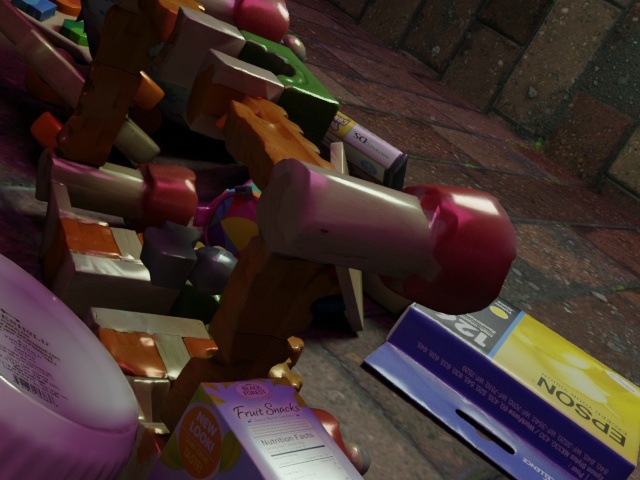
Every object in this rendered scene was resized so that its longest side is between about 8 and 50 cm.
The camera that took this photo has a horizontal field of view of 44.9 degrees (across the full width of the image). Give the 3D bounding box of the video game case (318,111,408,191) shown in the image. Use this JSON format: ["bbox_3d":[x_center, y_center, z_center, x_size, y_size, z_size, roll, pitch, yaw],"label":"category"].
[{"bbox_3d":[0.002,-0.110,1.086,0.248,0.035,0.275,35,-17,14],"label":"video game case"}]

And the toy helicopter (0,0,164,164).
[{"bbox_3d":[-0.335,-0.227,0.987,0.355,0.140,0.235,44,1,6],"label":"toy helicopter"}]

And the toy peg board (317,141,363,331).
[{"bbox_3d":[0.000,0.000,0.904,0.079,0.160,0.161,-5,50,8],"label":"toy peg board"}]

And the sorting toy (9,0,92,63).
[{"bbox_3d":[-0.389,-0.355,1.339,0.307,0.041,0.229,32,22,6],"label":"sorting toy"}]

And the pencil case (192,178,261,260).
[{"bbox_3d":[-0.068,-0.043,0.983,0.104,0.104,0.236,32,21,6],"label":"pencil case"}]

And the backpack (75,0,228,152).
[{"bbox_3d":[-0.192,-0.306,1.077,0.290,0.355,0.273,35,48,10],"label":"backpack"}]

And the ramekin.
[{"bbox_3d":[-0.196,0.084,0.423,0.207,0.109,0.207,45,-1,1],"label":"ramekin"}]

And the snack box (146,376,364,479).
[{"bbox_3d":[-0.025,0.202,0.394,0.070,0.174,0.207,6,32,-47],"label":"snack box"}]

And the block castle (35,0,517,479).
[{"bbox_3d":[-0.068,-0.020,0.656,0.213,0.303,0.453,13,28,-37],"label":"block castle"}]

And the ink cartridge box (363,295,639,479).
[{"bbox_3d":[0.239,0.168,0.941,0.304,0.072,0.307,36,21,14],"label":"ink cartridge box"}]

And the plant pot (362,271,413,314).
[{"bbox_3d":[0.107,0.034,1.024,0.109,0.096,0.109,37,23,12],"label":"plant pot"}]
